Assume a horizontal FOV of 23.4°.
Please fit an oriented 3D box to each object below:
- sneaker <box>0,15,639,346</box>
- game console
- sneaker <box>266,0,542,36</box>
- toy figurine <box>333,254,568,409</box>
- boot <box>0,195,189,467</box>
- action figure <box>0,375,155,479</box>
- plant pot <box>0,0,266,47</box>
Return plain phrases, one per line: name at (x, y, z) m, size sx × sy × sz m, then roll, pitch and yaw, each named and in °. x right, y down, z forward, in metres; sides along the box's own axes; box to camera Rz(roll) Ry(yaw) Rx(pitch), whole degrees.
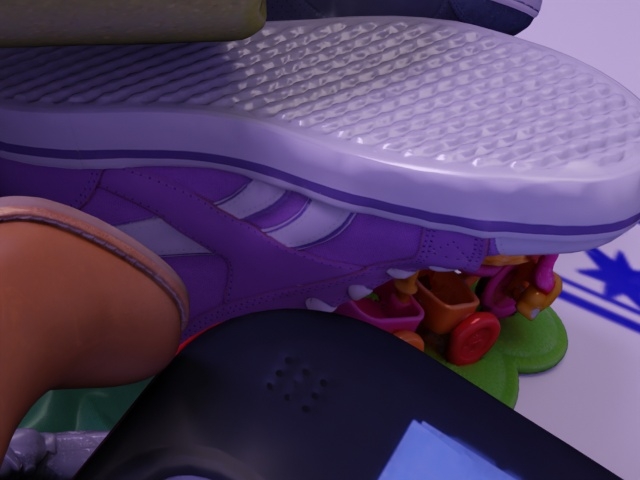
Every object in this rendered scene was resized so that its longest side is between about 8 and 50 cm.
sneaker at (0.000, -0.001, 0.615) m, size 0.282 × 0.161 × 0.102 m, roll 8°, pitch 36°, yaw 28°
game console at (0.065, 0.204, 0.425) m, size 0.387 × 0.060 × 0.342 m, roll 32°, pitch 38°, yaw 6°
sneaker at (-0.006, -0.073, 0.740) m, size 0.226 × 0.163 × 0.086 m, roll 4°, pitch 13°, yaw -27°
toy figurine at (0.071, -0.012, 0.692) m, size 0.173 × 0.159 × 0.130 m, roll -8°, pitch 43°, yaw -36°
boot at (-0.105, 0.064, 0.411) m, size 0.197 × 0.073 × 0.152 m, roll 9°, pitch 50°, yaw -40°
action figure at (-0.141, 0.096, 0.525) m, size 0.232 × 0.063 × 0.137 m, roll -7°, pitch 45°, yaw -29°
plant pot at (-0.134, -0.169, 0.525) m, size 0.254 × 0.276 × 0.276 m, roll 4°, pitch 37°, yaw -21°
